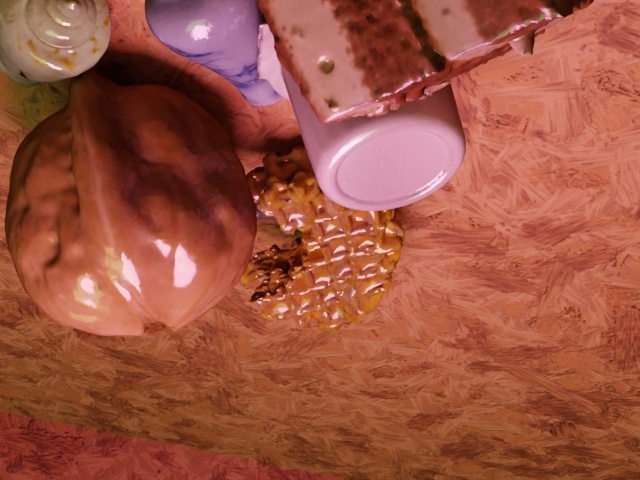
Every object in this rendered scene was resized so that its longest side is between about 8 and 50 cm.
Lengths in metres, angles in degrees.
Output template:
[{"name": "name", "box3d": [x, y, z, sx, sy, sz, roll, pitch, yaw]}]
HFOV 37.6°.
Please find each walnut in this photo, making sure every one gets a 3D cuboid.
[{"name": "walnut", "box3d": [-0.270, -0.044, 1.374, 0.383, 0.384, 0.384, 8, 149, 5]}]

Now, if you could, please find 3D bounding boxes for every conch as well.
[{"name": "conch", "box3d": [-0.389, -0.288, 1.281, 0.143, 0.137, 0.250, 4, -179, -44]}]

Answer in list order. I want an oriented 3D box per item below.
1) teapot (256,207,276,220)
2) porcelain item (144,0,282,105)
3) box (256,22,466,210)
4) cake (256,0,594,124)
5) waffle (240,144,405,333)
[{"name": "teapot", "box3d": [-0.078, -0.049, 1.617, 0.110, 0.043, 0.043, -3, 146, 27]}, {"name": "porcelain item", "box3d": [-0.123, -0.272, 1.187, 0.141, 0.141, 0.259, -7, 153, 27]}, {"name": "box", "box3d": [0.087, -0.174, 1.137, 0.291, 0.206, 0.262, -29, 146, 26]}, {"name": "cake", "box3d": [0.105, -0.279, 0.882, 0.290, 0.255, 0.282, -26, 91, 40]}, {"name": "waffle", "box3d": [0.000, 0.000, 1.511, 0.261, 0.151, 0.324, 3, 136, -3]}]
